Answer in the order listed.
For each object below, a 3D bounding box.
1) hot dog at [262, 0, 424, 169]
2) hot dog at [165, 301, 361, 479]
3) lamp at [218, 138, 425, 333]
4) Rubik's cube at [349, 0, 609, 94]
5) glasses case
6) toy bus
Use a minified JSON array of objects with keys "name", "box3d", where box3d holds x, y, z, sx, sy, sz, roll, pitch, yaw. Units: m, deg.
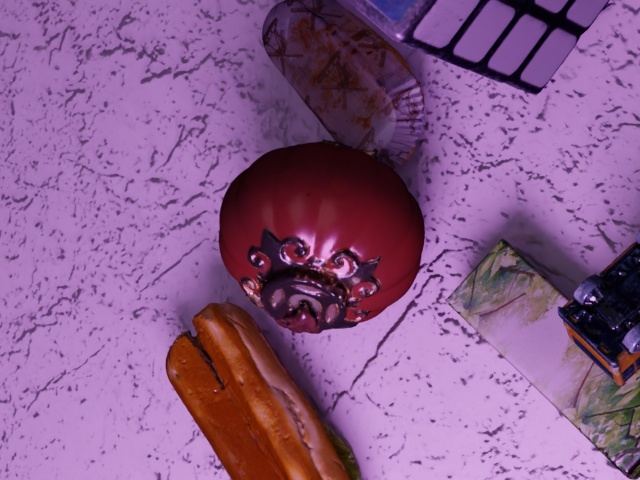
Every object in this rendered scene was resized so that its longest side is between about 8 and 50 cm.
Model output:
[{"name":"hot dog","box3d":[0.024,-0.186,2.166,0.252,0.069,0.131,49,117,26]},{"name":"hot dog","box3d":[-0.052,0.222,2.156,0.135,0.100,0.337,-46,66,27]},{"name":"lamp","box3d":[0.000,0.000,2.075,0.227,0.227,0.226,-3,85,28]},{"name":"Rubik's cube","box3d":[0.138,-0.394,1.964,0.344,0.344,0.337,44,106,25]},{"name":"glasses case","box3d":[0.258,0.123,2.015,0.095,0.062,0.272,-46,67,4]},{"name":"toy bus","box3d":[0.335,0.051,1.934,0.182,0.103,0.091,-42,64,-5]}]
